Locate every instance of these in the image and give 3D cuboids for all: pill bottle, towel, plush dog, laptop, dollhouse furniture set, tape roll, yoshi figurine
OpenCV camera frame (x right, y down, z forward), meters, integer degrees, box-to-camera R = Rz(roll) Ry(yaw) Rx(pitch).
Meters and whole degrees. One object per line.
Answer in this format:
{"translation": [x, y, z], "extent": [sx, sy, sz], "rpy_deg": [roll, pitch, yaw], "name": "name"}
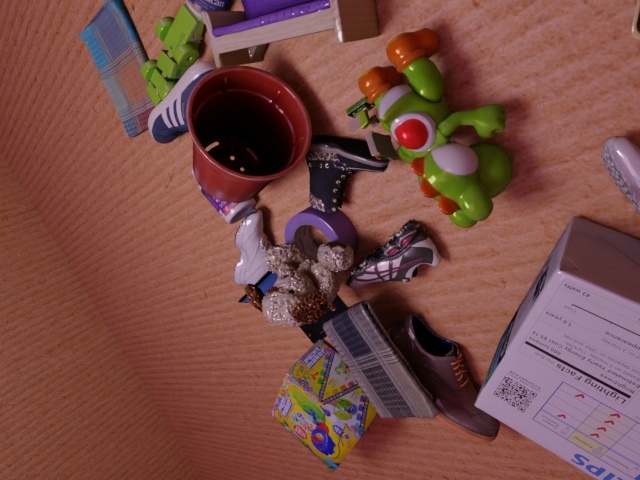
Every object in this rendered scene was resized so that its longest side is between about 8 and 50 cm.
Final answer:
{"translation": [-0.294, -0.153, 1.242], "extent": [0.193, 0.108, 0.108], "rpy_deg": [49, 134, 5], "name": "pill bottle"}
{"translation": [0.149, 0.322, 1.096], "extent": [0.324, 0.056, 0.312], "rpy_deg": [57, 153, 10], "name": "towel"}
{"translation": [-0.051, 0.129, 1.016], "extent": [0.263, 0.225, 0.210], "rpy_deg": [-1, 113, 37], "name": "plush dog"}
{"translation": [-0.636, -0.541, 1.340], "extent": [0.272, 0.040, 0.369], "rpy_deg": [-7, 110, 41], "name": "towel"}
{"translation": [-0.078, 0.209, 1.259], "extent": [0.264, 0.137, 0.234], "rpy_deg": [50, 134, 4], "name": "laptop"}
{"translation": [0.104, -0.229, 0.893], "extent": [0.059, 0.076, 0.151], "rpy_deg": [-27, 73, 41], "name": "dollhouse furniture set"}
{"translation": [-0.239, -0.603, 0.953], "extent": [0.094, 0.094, 0.169], "rpy_deg": [51, 134, 3], "name": "pill bottle"}
{"translation": [0.000, 0.000, 1.119], "extent": [0.189, 0.080, 0.188], "rpy_deg": [18, 125, 29], "name": "tape roll"}
{"translation": [0.237, -0.202, 0.791], "extent": [0.203, 0.203, 0.361], "rpy_deg": [-27, 82, 9], "name": "yoshi figurine"}

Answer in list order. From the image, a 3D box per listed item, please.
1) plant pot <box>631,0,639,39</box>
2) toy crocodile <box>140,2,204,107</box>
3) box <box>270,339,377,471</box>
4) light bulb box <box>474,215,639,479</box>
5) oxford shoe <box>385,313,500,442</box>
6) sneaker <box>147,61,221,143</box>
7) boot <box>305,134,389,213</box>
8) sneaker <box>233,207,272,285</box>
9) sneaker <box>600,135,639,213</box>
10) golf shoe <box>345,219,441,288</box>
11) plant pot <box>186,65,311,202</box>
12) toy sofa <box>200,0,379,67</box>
{"translation": [0.496, -0.351, 0.456], "extent": [0.213, 0.187, 0.211], "rpy_deg": [12, 120, 33], "name": "plant pot"}
{"translation": [-0.403, -0.497, 1.150], "extent": [0.115, 0.105, 0.340], "rpy_deg": [50, 129, 5], "name": "toy crocodile"}
{"translation": [0.020, 0.529, 1.330], "extent": [0.279, 0.177, 0.289], "rpy_deg": [35, 134, 18], "name": "box"}
{"translation": [0.526, 0.212, 0.725], "extent": [0.358, 0.225, 0.360], "rpy_deg": [28, 129, 22], "name": "light bulb box"}
{"translation": [0.316, 0.341, 1.034], "extent": [0.364, 0.130, 0.132], "rpy_deg": [43, 129, 11], "name": "oxford shoe"}
{"translation": [-0.370, -0.343, 1.178], "extent": [0.350, 0.131, 0.148], "rpy_deg": [-29, 91, 44], "name": "sneaker"}
{"translation": [0.057, -0.148, 0.990], "extent": [0.237, 0.085, 0.178], "rpy_deg": [22, 129, 34], "name": "boot"}
{"translation": [-0.192, 0.030, 1.290], "extent": [0.130, 0.111, 0.296], "rpy_deg": [17, 129, 11], "name": "sneaker"}
{"translation": [0.545, -0.081, 0.655], "extent": [0.095, 0.090, 0.235], "rpy_deg": [-38, 92, 31], "name": "sneaker"}
{"translation": [0.166, 0.069, 1.015], "extent": [0.120, 0.105, 0.273], "rpy_deg": [46, 134, -2], "name": "golf shoe"}
{"translation": [-0.195, -0.227, 1.010], "extent": [0.272, 0.273, 0.265], "rpy_deg": [56, 154, -1], "name": "plant pot"}
{"translation": [-0.072, -0.478, 0.856], "extent": [0.363, 0.150, 0.176], "rpy_deg": [8, 120, 35], "name": "toy sofa"}
